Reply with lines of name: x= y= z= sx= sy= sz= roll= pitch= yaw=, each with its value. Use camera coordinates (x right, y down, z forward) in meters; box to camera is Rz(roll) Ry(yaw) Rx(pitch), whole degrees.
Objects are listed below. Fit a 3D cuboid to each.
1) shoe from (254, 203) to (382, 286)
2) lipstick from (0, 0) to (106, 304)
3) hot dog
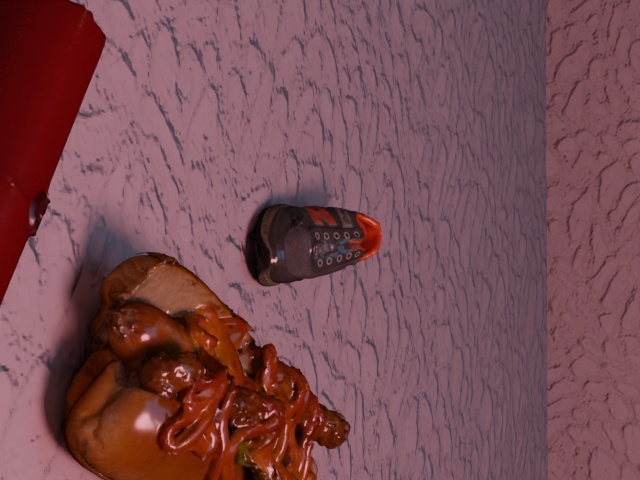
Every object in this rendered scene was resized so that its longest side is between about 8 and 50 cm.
shoe: x=0.000 y=0.000 z=1.194 sx=0.194 sy=0.077 sz=0.074 roll=-17 pitch=106 yaw=-69
lipstick: x=-0.191 y=-0.019 z=0.703 sx=0.073 sy=0.073 sz=0.280 roll=62 pitch=35 yaw=-51
hot dog: x=-0.070 y=0.139 z=0.950 sx=0.349 sy=0.117 sz=0.158 roll=56 pitch=39 yaw=-56
